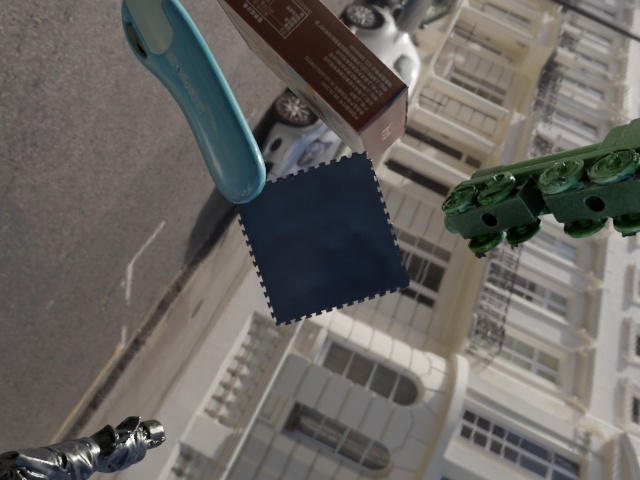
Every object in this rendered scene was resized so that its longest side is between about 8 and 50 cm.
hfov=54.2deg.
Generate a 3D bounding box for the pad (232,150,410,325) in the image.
[{"bbox_3d":[0.000,0.000,1.130,0.012,0.270,0.268,-59,133,-80],"label":"pad"}]

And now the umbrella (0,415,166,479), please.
[{"bbox_3d":[-0.272,0.257,0.726,0.080,0.071,0.224,-28,166,27],"label":"umbrella"}]

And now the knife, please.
[{"bbox_3d":[-0.110,-0.130,0.542,0.064,0.222,0.031,-33,170,20],"label":"knife"}]

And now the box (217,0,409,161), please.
[{"bbox_3d":[-0.007,-0.342,1.214,0.122,0.385,0.344,-44,174,4],"label":"box"}]

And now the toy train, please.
[{"bbox_3d":[0.234,-0.054,0.623,0.119,0.085,0.251,-47,-159,-30],"label":"toy train"}]
